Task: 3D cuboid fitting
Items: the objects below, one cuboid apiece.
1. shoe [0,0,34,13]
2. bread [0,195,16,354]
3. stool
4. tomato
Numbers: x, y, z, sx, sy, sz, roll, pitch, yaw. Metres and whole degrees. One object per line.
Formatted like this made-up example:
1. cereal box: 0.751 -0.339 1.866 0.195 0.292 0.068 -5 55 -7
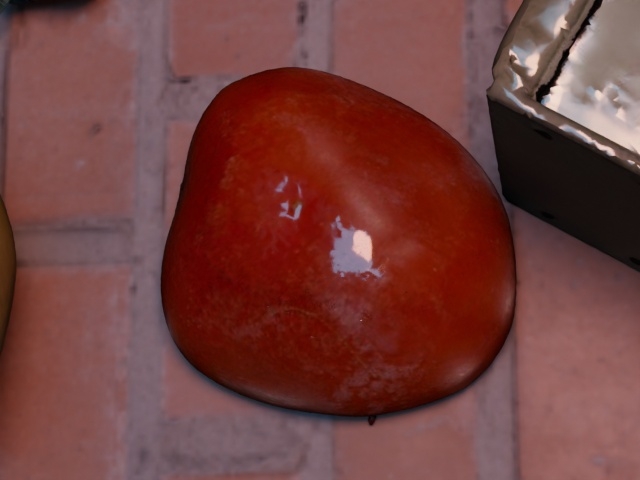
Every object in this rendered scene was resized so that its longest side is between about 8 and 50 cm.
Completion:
1. shoe: -0.159 -0.180 0.931 0.071 0.064 0.143 -25 67 21
2. bread: -0.230 0.000 0.853 0.156 0.158 0.261 -29 72 -10
3. stool: 0.242 -0.084 0.784 0.269 0.170 0.244 28 83 14
4. tomato: 0.007 -0.005 0.844 0.174 0.082 0.166 10 76 14
